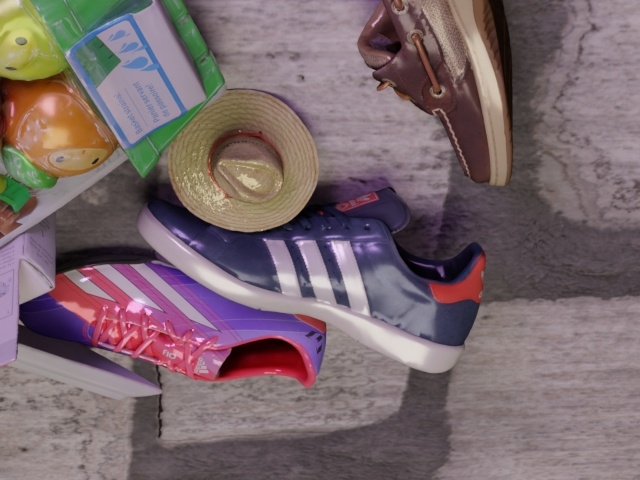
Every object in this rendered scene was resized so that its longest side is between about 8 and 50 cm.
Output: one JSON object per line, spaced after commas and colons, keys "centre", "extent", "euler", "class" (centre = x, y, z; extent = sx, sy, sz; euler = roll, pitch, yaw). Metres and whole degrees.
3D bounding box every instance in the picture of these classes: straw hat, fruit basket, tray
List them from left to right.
{"centre": [-0.261, -0.112, 1.516], "extent": [0.353, 0.165, 0.327], "euler": [-38, 144, -9], "class": "fruit basket"}
{"centre": [-0.295, 0.107, 1.859], "extent": [0.270, 0.145, 0.030], "euler": [24, 88, -44], "class": "tray"}
{"centre": [-0.066, -0.064, 1.710], "extent": [0.144, 0.061, 0.144], "euler": [-2, 108, -8], "class": "straw hat"}

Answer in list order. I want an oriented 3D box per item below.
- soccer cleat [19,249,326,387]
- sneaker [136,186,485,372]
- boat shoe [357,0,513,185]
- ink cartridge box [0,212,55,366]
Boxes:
{"centre": [-0.149, 0.087, 1.887], "extent": [0.318, 0.116, 0.108], "euler": [3, 141, -12], "class": "soccer cleat"}
{"centre": [0.000, 0.000, 1.823], "extent": [0.350, 0.131, 0.148], "euler": [20, 104, -15], "class": "sneaker"}
{"centre": [0.093, -0.179, 1.611], "extent": [0.123, 0.123, 0.342], "euler": [-7, 138, 13], "class": "boat shoe"}
{"centre": [-0.368, 0.074, 1.696], "extent": [0.275, 0.239, 0.060], "euler": [-22, 137, 17], "class": "ink cartridge box"}
